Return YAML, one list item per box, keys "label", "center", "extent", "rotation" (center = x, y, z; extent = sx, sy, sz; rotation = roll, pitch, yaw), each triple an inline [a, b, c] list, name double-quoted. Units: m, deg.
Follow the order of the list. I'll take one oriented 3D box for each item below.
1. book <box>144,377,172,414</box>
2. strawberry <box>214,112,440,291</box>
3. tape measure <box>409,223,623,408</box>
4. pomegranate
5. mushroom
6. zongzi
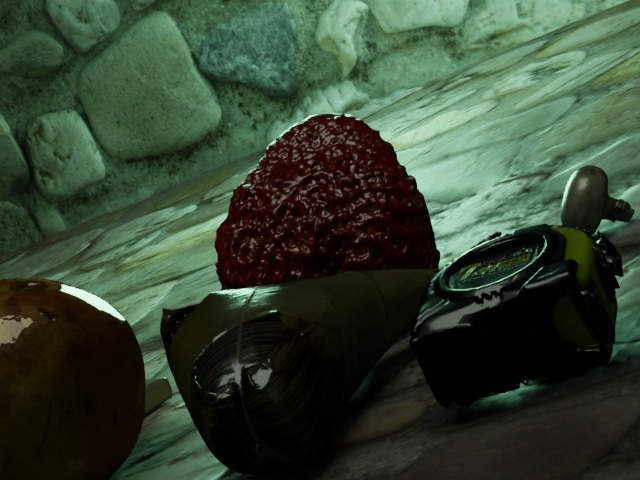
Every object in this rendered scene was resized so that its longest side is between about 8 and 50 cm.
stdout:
- label: "book"
  center: [-0.374, 0.251, 2.250]
  extent: [0.260, 0.043, 0.371]
  rotation: [-32, 11, -31]
- label: "strawberry"
  center: [-0.001, 0.000, 2.011]
  extent: [0.261, 0.258, 0.261]
  rotation: [-17, 11, 4]
- label: "tape measure"
  center: [0.185, 0.062, 1.598]
  extent: [0.199, 0.112, 0.186]
  rotation: [-17, 20, 20]
- label: "pomegranate"
  center: [-0.321, 0.172, 1.938]
  extent: [0.264, 0.264, 0.264]
  rotation: [-26, 10, 5]
- label: "mushroom"
  center: [0.304, -0.039, 1.927]
  extent: [0.079, 0.085, 0.085]
  rotation: [10, 17, 6]
- label: "zongzi"
  center: [0.016, 0.106, 1.731]
  extent: [0.317, 0.154, 0.289]
  rotation: [-23, 17, -8]
